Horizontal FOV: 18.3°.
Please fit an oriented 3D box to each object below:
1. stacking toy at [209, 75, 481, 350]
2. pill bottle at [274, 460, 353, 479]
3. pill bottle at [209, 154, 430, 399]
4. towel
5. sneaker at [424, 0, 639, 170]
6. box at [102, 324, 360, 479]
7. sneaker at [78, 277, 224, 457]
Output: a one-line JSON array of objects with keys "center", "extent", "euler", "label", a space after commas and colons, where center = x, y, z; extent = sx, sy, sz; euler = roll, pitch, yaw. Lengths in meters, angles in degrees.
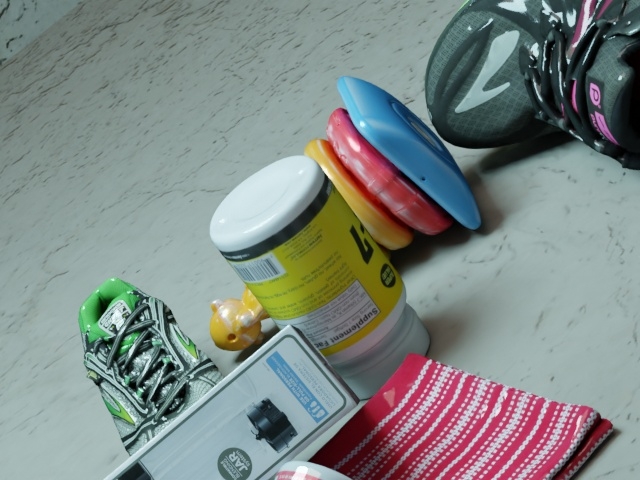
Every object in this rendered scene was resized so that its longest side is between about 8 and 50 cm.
[{"center": [0.000, 0.000, 1.972], "extent": [0.302, 0.175, 0.166], "euler": [-46, 22, 11], "label": "stacking toy"}, {"center": [-0.023, 0.259, 1.539], "extent": [0.087, 0.087, 0.160], "euler": [-4, 53, 50], "label": "pill bottle"}, {"center": [0.003, 0.037, 1.785], "extent": [0.119, 0.208, 0.119], "euler": [-29, 25, 15], "label": "pill bottle"}, {"center": [0.092, 0.184, 1.619], "extent": [0.199, 0.031, 0.275], "euler": [-45, 25, -17], "label": "towel"}, {"center": [0.271, -0.168, 1.842], "extent": [0.483, 0.185, 0.202], "euler": [-13, 29, 44], "label": "sneaker"}, {"center": [-0.105, 0.196, 1.661], "extent": [0.290, 0.087, 0.169], "euler": [-40, -4, 0], "label": "box"}, {"center": [-0.166, 0.139, 1.901], "extent": [0.134, 0.146, 0.343], "euler": [-39, 25, -8], "label": "sneaker"}]
